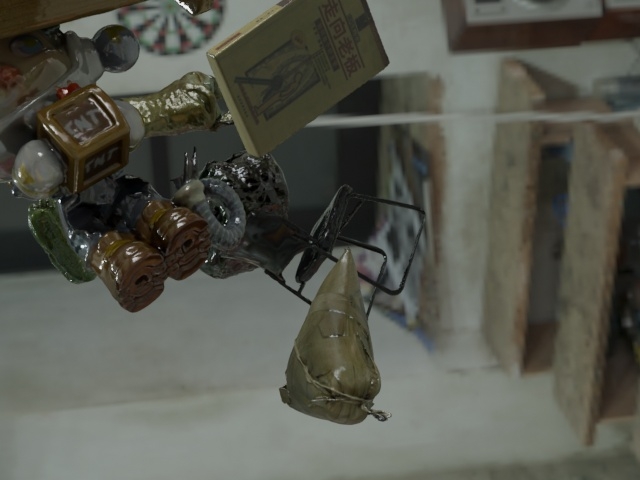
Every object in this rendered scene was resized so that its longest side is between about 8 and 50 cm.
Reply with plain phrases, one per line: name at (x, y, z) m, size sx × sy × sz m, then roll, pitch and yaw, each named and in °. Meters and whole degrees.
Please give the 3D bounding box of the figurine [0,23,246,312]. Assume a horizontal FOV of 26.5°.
figurine at (-0.272, -0.102, 1.323) m, size 0.382 × 0.261 × 0.186 m, roll 44°, pitch 145°, yaw 24°

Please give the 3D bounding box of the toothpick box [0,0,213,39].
toothpick box at (-0.258, -0.306, 1.301) m, size 0.187 × 0.308 × 0.190 m, roll 45°, pitch 138°, yaw 26°

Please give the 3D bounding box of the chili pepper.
chili pepper at (-0.435, -0.016, 2.218) m, size 0.072 × 0.073 × 0.204 m, roll -4°, pitch 118°, yaw 43°

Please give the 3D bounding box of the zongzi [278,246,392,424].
zongzi at (0.027, 0.087, 1.311) m, size 0.189 × 0.081 × 0.178 m, roll 165°, pitch 120°, yaw -76°

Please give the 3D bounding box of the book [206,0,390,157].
book at (-0.024, -0.228, 1.715) m, size 0.026 × 0.231 × 0.161 m, roll 26°, pitch 148°, yaw 48°

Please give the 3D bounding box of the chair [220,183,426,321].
chair at (0.000, 0.000, 1.784) m, size 0.140 × 0.221 × 0.145 m, roll -54°, pitch 14°, yaw 54°

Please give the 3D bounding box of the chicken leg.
chicken leg at (-0.339, -0.181, 2.074) m, size 0.152 × 0.429 × 0.201 m, roll 80°, pitch 179°, yaw -55°

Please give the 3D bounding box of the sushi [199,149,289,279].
sushi at (-0.128, -0.034, 1.954) m, size 0.124 × 0.127 × 0.225 m, roll 58°, pitch 153°, yaw 23°
